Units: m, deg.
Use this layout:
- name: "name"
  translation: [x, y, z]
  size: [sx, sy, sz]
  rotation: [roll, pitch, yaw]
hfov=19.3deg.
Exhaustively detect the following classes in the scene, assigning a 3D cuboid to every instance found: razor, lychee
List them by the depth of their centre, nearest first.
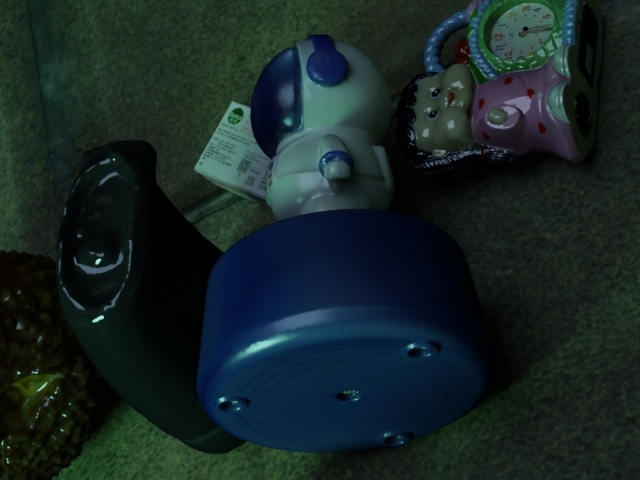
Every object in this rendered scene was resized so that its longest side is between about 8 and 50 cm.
- name: "razor"
  translation: [-0.150, 0.062, 1.795]
  size: [0.113, 0.349, 0.204]
  rotation: [-7, 60, 19]
- name: "lychee"
  translation: [-0.345, 0.132, 1.954]
  size: [0.267, 0.267, 0.268]
  rotation: [-15, 59, 27]

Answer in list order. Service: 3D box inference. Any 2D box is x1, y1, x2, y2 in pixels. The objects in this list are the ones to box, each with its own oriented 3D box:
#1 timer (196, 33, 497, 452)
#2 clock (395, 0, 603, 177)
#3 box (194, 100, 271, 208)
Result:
- name: "timer"
  translation: [0.009, -0.020, 1.769]
  size: [0.270, 0.270, 0.384]
  rotation: [-21, 57, 24]
- name: "clock"
  translation: [0.174, -0.153, 1.847]
  size: [0.195, 0.100, 0.194]
  rotation: [-8, 59, 28]
- name: "box"
  translation: [-0.063, -0.087, 2.004]
  size: [0.125, 0.043, 0.089]
  rotation: [25, 82, 40]
